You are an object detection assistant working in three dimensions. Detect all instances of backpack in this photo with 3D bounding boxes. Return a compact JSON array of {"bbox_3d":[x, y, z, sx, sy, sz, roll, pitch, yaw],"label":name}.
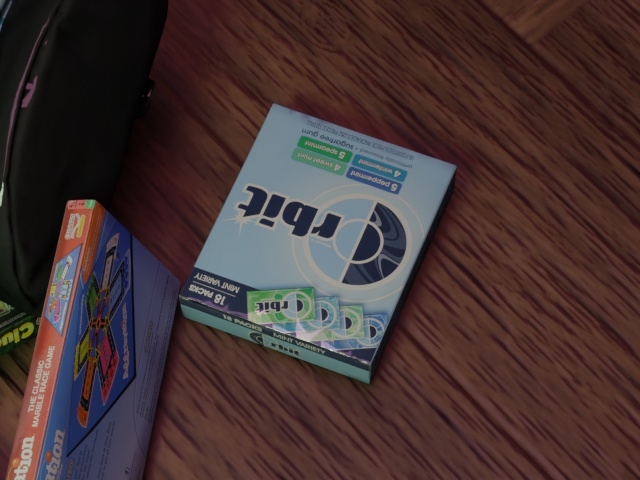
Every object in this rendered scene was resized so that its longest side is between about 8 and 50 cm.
[{"bbox_3d":[-0.336,-0.123,1.436,0.356,0.273,0.290,10,73,28],"label":"backpack"}]

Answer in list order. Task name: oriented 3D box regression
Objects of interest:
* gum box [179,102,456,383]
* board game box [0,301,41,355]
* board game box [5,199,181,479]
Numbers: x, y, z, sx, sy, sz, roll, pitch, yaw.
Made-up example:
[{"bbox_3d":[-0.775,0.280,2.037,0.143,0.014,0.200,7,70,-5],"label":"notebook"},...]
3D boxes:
[{"bbox_3d":[0.000,0.000,1.503,0.157,0.041,0.184,19,64,11],"label":"gum box"},{"bbox_3d":[-0.301,0.055,1.437,0.260,0.030,0.136,-28,53,-26],"label":"board game box"},{"bbox_3d":[-0.163,0.128,1.373,0.027,0.145,0.281,-1,64,22],"label":"board game box"}]
